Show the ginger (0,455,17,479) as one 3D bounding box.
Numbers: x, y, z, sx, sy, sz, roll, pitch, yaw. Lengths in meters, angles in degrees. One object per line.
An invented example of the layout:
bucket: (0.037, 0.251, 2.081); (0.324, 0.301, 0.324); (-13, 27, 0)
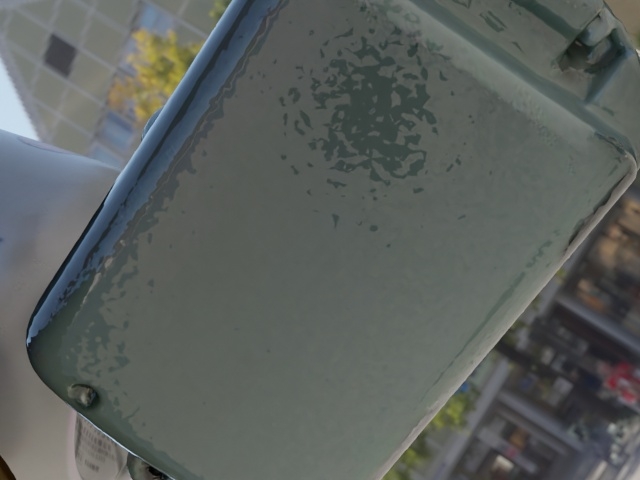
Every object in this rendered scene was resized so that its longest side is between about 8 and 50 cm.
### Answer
ginger: (-0.209, 0.136, 0.477); (0.200, 0.223, 0.269); (-24, -60, -14)

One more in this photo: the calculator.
calculator: (0.000, 0.000, 0.428); (0.246, 0.141, 0.045); (-54, 7, 22)

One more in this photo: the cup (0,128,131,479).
cup: (-0.240, 0.028, 0.712); (0.212, 0.317, 0.212); (18, -90, -73)

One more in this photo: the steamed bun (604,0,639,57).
steamed bun: (0.146, -0.146, 0.539); (0.183, 0.183, 0.106); (-56, 17, -8)
